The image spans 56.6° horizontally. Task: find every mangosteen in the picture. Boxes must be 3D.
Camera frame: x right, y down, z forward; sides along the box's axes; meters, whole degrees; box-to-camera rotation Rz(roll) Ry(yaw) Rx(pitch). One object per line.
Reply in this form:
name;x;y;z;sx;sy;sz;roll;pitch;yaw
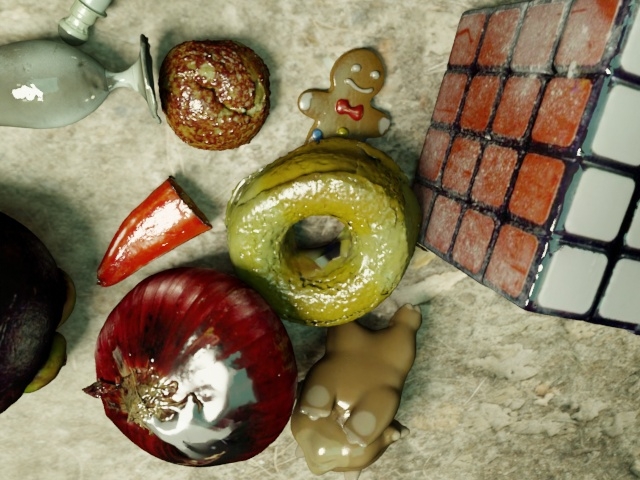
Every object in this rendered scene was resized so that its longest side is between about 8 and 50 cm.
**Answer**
mangosteen;-0.404;0.102;0.669;0.275;0.275;0.302;-41;147;-1

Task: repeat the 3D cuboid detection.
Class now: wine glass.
wine glass;-0.299;-0.175;0.674;0.222;0.103;0.103;-7;109;-9

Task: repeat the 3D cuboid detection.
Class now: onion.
onion;-0.144;0.159;0.782;0.273;0.285;0.273;4;98;28

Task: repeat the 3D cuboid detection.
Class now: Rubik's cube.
Rubik's cube;0.351;-0.098;0.768;0.337;0.344;0.343;10;105;-20

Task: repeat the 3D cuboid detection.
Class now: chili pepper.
chili pepper;-0.231;0.003;0.777;0.169;0.065;0.088;-40;98;4

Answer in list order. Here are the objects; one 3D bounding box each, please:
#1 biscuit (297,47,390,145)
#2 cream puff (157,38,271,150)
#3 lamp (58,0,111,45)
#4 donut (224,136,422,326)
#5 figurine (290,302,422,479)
biscuit;0.031;-0.163;0.818;0.138;0.031;0.205;17;100;-21
cream puff;-0.126;-0.180;0.735;0.149;0.084;0.149;-6;110;-17
lamp;-0.246;-0.289;0.671;0.091;0.091;0.163;34;112;-23
donut;0.000;0.000;0.781;0.272;0.107;0.272;1;110;3
figurine;0.049;0.229;0.881;0.177;0.247;0.173;7;144;5
